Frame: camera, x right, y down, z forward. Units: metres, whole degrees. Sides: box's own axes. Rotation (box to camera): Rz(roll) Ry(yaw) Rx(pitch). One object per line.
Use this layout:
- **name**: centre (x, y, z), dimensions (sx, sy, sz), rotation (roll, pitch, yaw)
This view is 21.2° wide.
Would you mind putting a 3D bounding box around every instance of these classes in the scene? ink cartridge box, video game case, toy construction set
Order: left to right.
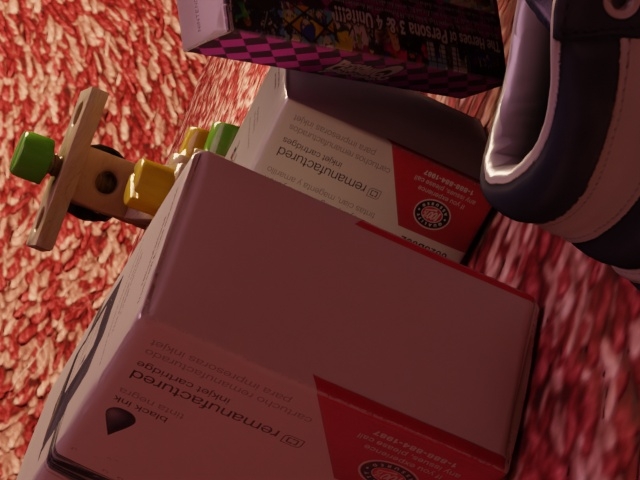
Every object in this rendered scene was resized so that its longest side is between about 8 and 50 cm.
- **toy construction set**: centre (-0.084, -0.058, 1.195), dimensions (0.309, 0.237, 0.257), rotation (-62, 11, 18)
- **ink cartridge box**: centre (-0.032, 0.087, 0.808), dimensions (0.237, 0.172, 0.100), rotation (-53, 17, 51)
- **ink cartridge box**: centre (0.000, 0.000, 0.961), dimensions (0.127, 0.128, 0.176), rotation (-92, 27, -66)
- **video game case**: centre (0.006, -0.191, 0.922), dimensions (0.042, 0.232, 0.210), rotation (-17, 77, 39)

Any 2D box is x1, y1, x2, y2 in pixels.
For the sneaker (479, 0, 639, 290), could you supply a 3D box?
- **sneaker**: centre (0.144, -0.093, 0.398), dimensions (0.282, 0.153, 0.099), rotation (-61, 12, 25)
